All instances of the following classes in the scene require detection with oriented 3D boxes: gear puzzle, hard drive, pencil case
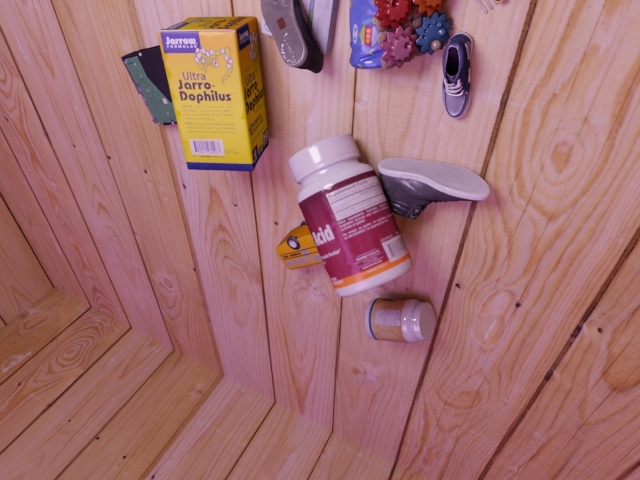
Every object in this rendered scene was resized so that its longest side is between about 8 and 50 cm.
[{"bbox_3d":[0.176,-0.502,0.846,0.044,0.175,0.339,-121,10,-47],"label":"gear puzzle"},{"bbox_3d":[-0.435,-0.483,1.389,0.339,0.064,0.236,3,128,32],"label":"hard drive"},{"bbox_3d":[0.122,-0.507,0.932,0.133,0.119,0.306,28,140,32],"label":"pencil case"}]

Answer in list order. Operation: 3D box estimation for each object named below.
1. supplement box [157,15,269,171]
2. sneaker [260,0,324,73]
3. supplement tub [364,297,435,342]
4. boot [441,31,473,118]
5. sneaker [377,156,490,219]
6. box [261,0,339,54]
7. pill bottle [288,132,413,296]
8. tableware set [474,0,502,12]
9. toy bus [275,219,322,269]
[{"bbox_3d":[-0.266,-0.386,1.201,0.195,0.194,0.356,3,125,8],"label":"supplement box"},{"bbox_3d":[-0.065,-0.498,1.054,0.083,0.118,0.222,-16,89,25],"label":"sneaker"},{"bbox_3d":[0.263,0.265,1.502,0.200,0.144,0.144,-4,124,37],"label":"supplement tub"},{"bbox_3d":[0.289,-0.345,0.984,0.069,0.086,0.190,11,132,27],"label":"boot"},{"bbox_3d":[0.290,-0.119,1.180,0.296,0.104,0.146,18,137,30],"label":"sneaker"},{"bbox_3d":[-0.052,-0.548,1.081,0.186,0.038,0.145,27,137,15],"label":"box"},{"bbox_3d":[0.073,-0.067,1.211,0.224,0.224,0.392,-24,89,45],"label":"pill bottle"},{"bbox_3d":[0.312,-0.522,0.859,0.154,0.024,0.104,49,137,-12],"label":"tableware set"},{"bbox_3d":[0.000,0.000,1.478,0.333,0.108,0.130,-15,117,42],"label":"toy bus"}]
